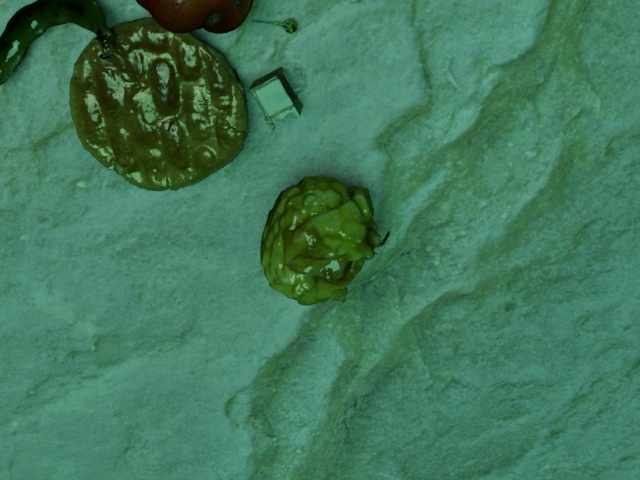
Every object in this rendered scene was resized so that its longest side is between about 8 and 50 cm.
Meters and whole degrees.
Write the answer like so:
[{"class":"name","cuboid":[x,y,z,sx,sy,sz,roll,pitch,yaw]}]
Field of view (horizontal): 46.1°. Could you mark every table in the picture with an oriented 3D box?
[{"class":"table","cuboid":[-0.080,-0.254,1.348,0.062,0.079,0.083,-25,111,15]}]

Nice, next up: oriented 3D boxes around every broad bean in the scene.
[{"class":"broad bean","cuboid":[-0.485,-0.365,1.333,0.292,0.049,0.144,-6,82,24]}]

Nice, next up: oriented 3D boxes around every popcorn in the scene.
[{"class":"popcorn","cuboid":[0.005,0.001,1.383,0.225,0.249,0.249,21,116,-23]}]

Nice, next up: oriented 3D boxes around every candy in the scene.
[{"class":"candy","cuboid":[-0.081,-0.380,1.326,0.083,0.025,0.023,8,87,12]}]

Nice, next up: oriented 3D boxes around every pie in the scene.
[{"class":"pie","cuboid":[-0.296,-0.245,1.378,0.340,0.083,0.339,3,117,6]}]

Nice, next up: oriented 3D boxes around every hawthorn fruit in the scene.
[{"class":"hawthorn fruit","cuboid":[-0.184,-0.455,1.194,0.208,0.207,0.243,24,120,-5]}]
